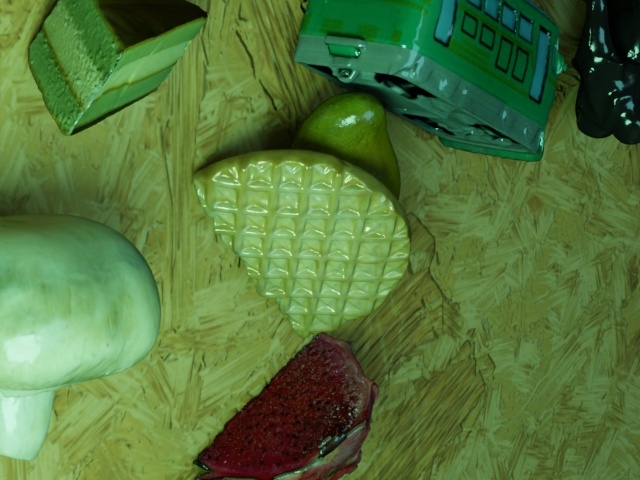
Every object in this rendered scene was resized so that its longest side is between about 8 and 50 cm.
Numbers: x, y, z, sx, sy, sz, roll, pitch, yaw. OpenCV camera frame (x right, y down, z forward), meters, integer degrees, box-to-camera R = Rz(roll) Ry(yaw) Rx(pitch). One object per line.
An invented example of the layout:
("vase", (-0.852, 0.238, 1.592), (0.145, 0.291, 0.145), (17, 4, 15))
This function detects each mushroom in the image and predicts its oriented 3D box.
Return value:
("mushroom", (-0.282, 0.094, 1.430), (0.260, 0.254, 0.234), (2, 97, -5))

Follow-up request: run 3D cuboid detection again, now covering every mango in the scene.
("mango", (0.027, -0.083, 1.766), (0.227, 0.136, 0.099), (92, -5, -47))

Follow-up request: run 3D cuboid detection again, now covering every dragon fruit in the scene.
("dragon fruit", (-0.013, 0.252, 1.833), (0.274, 0.161, 0.126), (-44, 130, -30))

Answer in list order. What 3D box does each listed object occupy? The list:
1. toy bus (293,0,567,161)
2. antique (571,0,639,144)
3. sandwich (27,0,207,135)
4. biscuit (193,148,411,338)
("toy bus", (0.144, -0.235, 1.806), (0.343, 0.184, 0.199), (23, 82, -50))
("antique", (0.460, -0.280, 2.130), (0.322, 0.185, 0.255), (-20, 117, -46))
("sandwich", (-0.177, -0.167, 1.487), (0.187, 0.144, 0.117), (10, 127, -46))
("biscuit", (0.000, 0.000, 1.748), (0.309, 0.205, 0.040), (57, 20, -43))
